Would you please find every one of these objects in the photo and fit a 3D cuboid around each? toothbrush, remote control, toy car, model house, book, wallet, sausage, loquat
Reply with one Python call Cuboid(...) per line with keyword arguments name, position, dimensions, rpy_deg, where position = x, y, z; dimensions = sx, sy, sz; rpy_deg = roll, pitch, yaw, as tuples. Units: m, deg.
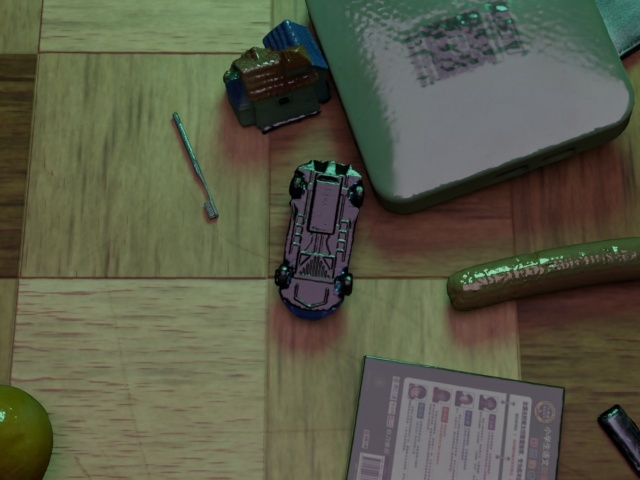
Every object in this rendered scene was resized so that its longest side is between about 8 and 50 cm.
Cuboid(name="toothbrush", position=(-0.175, -0.104, 1.461), dimensions=(0.014, 0.011, 0.167), rpy_deg=(-23, 74, -2))
Cuboid(name="remote control", position=(0.397, 0.256, 1.354), dimensions=(0.039, 0.014, 0.096), rpy_deg=(-32, 77, -10))
Cuboid(name="toy car", position=(0.000, 0.000, 1.405), dimensions=(0.103, 0.063, 0.216), rpy_deg=(8, 79, 2))
Cuboid(name="model house", position=(-0.058, -0.238, 1.433), dimensions=(0.148, 0.148, 0.119), rpy_deg=(-18, 73, -8))
Cuboid(name="book", position=(0.170, 0.264, 1.342), dimensions=(0.264, 0.027, 0.202), rpy_deg=(9, 72, 3))
Cuboid(name="wallet", position=(0.467, -0.371, 1.541), dimensions=(0.222, 0.036, 0.167), rpy_deg=(-32, 76, -8))
Cuboid(name="sausage", position=(0.314, 0.042, 1.397), dimensions=(0.301, 0.066, 0.066), rpy_deg=(-9, 73, -6))
Cuboid(name="loquat", position=(-0.400, 0.251, 1.277), dimensions=(0.149, 0.204, 0.172), rpy_deg=(28, 118, -4))

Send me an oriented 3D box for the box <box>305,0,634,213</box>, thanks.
Cuboid(name="box", position=(0.200, -0.257, 1.450), dimensions=(0.373, 0.090, 0.367), rpy_deg=(-19, 77, 2))
